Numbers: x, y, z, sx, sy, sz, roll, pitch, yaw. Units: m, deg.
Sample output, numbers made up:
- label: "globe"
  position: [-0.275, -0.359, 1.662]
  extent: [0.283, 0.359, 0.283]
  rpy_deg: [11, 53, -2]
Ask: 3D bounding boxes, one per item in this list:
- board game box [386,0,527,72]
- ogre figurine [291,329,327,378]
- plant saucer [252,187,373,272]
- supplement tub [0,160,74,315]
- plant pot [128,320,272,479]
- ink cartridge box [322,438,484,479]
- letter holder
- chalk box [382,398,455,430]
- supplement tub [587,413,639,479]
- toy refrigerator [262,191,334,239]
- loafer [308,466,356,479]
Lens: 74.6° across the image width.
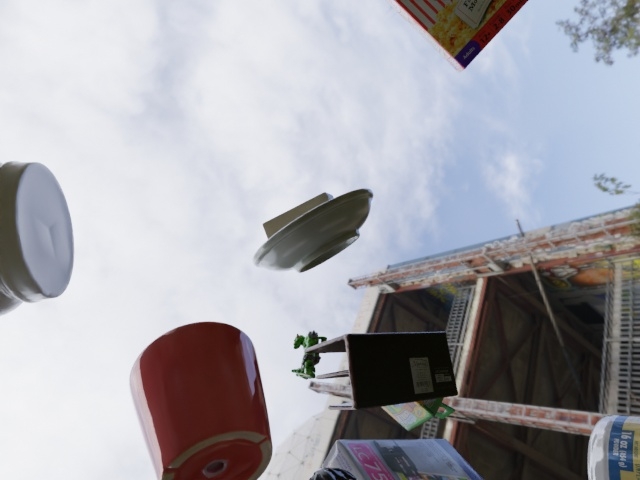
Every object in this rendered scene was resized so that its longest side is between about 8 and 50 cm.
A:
- label: "board game box"
  position: [0.164, -0.340, 0.533]
  extent: [0.193, 0.146, 0.045]
  rpy_deg: [41, -164, -5]
- label: "ogre figurine"
  position: [-0.031, 0.324, 1.185]
  extent: [0.197, 0.097, 0.118]
  rpy_deg: [59, -143, -59]
- label: "plant saucer"
  position: [0.000, 0.000, 1.214]
  extent: [0.401, 0.400, 0.100]
  rpy_deg: [-24, -101, -35]
- label: "supplement tub"
  position: [-0.561, 0.002, 0.586]
  extent: [0.332, 0.241, 0.240]
  rpy_deg: [-6, -100, -13]
- label: "plant pot"
  position: [-0.221, 0.337, 0.810]
  extent: [0.275, 0.243, 0.274]
  rpy_deg: [-13, -56, -20]
- label: "ink cartridge box"
  position: [0.172, 0.379, 0.615]
  extent: [0.311, 0.186, 0.065]
  rpy_deg: [22, -79, -36]
- label: "letter holder"
  position: [0.135, 0.314, 1.010]
  extent: [0.302, 0.214, 0.151]
  rpy_deg: [7, -114, -33]
- label: "chalk box"
  position: [0.320, 0.518, 1.455]
  extent: [0.289, 0.180, 0.179]
  rpy_deg: [39, -134, 12]
- label: "supplement tub"
  position: [0.382, 0.243, 0.388]
  extent: [0.145, 0.200, 0.144]
  rpy_deg: [15, -114, -38]
- label: "toy refrigerator"
  position: [-0.066, -0.068, 1.533]
  extent: [0.102, 0.270, 0.094]
  rpy_deg: [68, -162, 11]
- label: "loafer"
  position: [0.058, 0.295, 0.356]
  extent: [0.076, 0.223, 0.078]
  rpy_deg: [32, -94, -44]
